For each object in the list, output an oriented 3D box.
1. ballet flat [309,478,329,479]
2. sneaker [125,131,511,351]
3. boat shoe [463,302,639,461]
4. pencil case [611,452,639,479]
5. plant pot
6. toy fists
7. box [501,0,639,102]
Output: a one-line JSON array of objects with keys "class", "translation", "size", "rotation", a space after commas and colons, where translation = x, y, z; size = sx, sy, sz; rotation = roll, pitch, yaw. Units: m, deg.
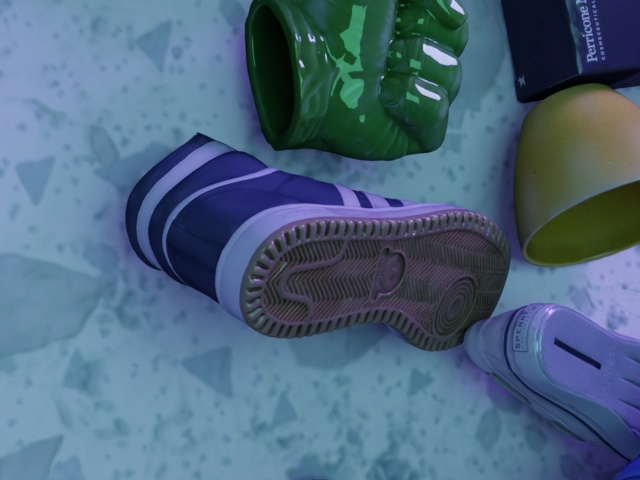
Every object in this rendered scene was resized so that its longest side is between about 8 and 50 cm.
[{"class": "ballet flat", "translation": [-0.060, 0.209, 0.877], "size": [0.206, 0.067, 0.073], "rotation": [-28, 95, -21]}, {"class": "sneaker", "translation": [0.000, 0.000, 0.911], "size": [0.282, 0.153, 0.099], "rotation": [6, 106, -51]}, {"class": "boat shoe", "translation": [0.191, 0.099, 0.983], "size": [0.226, 0.076, 0.083], "rotation": [36, 66, -36]}, {"class": "pencil case", "translation": [0.306, 0.136, 0.955], "size": [0.306, 0.119, 0.133], "rotation": [-37, 129, -39]}, {"class": "plant pot", "translation": [0.190, -0.054, 0.981], "size": [0.134, 0.134, 0.095], "rotation": [-9, 66, -21]}, {"class": "toy fists", "translation": [0.020, -0.189, 0.929], "size": [0.142, 0.096, 0.279], "rotation": [-6, 76, -27]}, {"class": "box", "translation": [0.218, -0.193, 1.017], "size": [0.158, 0.093, 0.156], "rotation": [-10, 87, -20]}]
